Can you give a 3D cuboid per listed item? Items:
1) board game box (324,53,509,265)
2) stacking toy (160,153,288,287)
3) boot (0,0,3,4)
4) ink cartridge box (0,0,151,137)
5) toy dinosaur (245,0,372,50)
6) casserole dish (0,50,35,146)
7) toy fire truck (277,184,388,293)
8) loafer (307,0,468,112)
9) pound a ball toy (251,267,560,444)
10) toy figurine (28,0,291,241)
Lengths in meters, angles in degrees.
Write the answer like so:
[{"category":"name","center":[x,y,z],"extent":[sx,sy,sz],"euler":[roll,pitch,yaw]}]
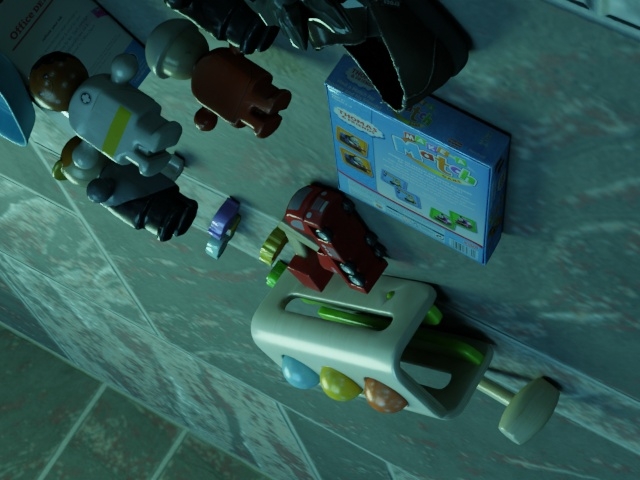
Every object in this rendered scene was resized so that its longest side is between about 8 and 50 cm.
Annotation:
[{"category":"board game box","center":[0.085,-0.066,1.409],"extent":[0.160,0.039,0.211],"euler":[28,163,15]},{"category":"stacking toy","center":[-0.118,-0.009,1.908],"extent":[0.167,0.052,0.221],"euler":[32,164,6]},{"category":"boot","center":[-0.290,-0.211,1.653],"extent":[0.099,0.045,0.121],"euler":[14,-130,-52]},{"category":"ink cartridge box","center":[-0.264,-0.195,1.572],"extent":[0.181,0.104,0.061],"euler":[43,161,-27]},{"category":"toy dinosaur","center":[-0.014,-0.260,0.961],"extent":[0.322,0.164,0.218],"euler":[40,161,55]},{"category":"casserole dish","center":[-0.329,-0.155,1.555],"extent":[0.114,0.037,0.188],"euler":[33,164,12]},{"category":"toy fire truck","center":[0.000,0.000,1.729],"extent":[0.135,0.047,0.192],"euler":[21,159,38]},{"category":"loafer","center":[0.018,-0.175,1.165],"extent":[0.220,0.078,0.080],"euler":[40,162,-22]},{"category":"pound a ball toy","center":[0.086,0.149,1.833],"extent":[0.208,0.135,0.319],"euler":[45,160,-32]},{"category":"toy figurine","center":[-0.139,-0.129,1.356],"extent":[0.148,0.209,0.213],"euler":[34,163,16]}]
